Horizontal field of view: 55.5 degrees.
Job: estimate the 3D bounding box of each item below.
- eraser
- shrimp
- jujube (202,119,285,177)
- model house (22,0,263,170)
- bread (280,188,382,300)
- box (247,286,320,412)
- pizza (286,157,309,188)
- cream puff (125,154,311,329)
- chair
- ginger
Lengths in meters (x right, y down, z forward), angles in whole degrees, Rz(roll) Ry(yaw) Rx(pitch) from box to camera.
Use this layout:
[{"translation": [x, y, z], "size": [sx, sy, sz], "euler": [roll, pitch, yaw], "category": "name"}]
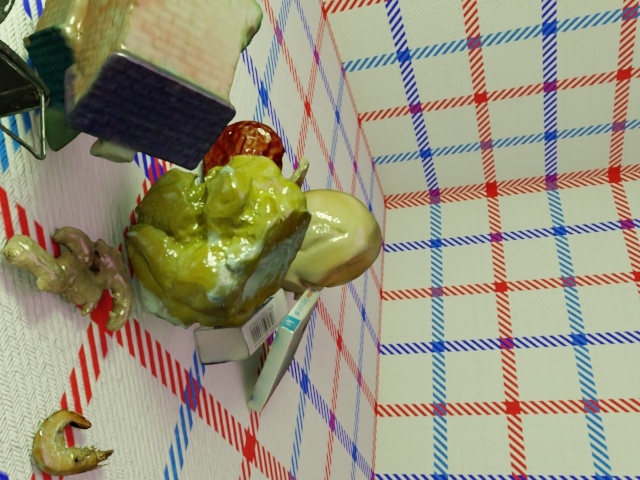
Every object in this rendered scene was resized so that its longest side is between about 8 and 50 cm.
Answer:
[{"translation": [-0.180, 0.200, 1.464], "size": [0.287, 0.130, 0.086], "euler": [-38, 117, -69], "category": "eraser"}, {"translation": [-0.379, 0.311, 0.937], "size": [0.162, 0.045, 0.095], "euler": [35, 30, -62], "category": "shrimp"}, {"translation": [-0.185, -0.179, 1.469], "size": [0.290, 0.197, 0.197], "euler": [-74, 153, -52], "category": "jujube"}, {"translation": [-0.282, -0.245, 0.906], "size": [0.245, 0.312, 0.279], "euler": [18, 81, -46], "category": "model house"}, {"translation": [0.000, 0.000, 1.796], "size": [0.252, 0.348, 0.376], "euler": [66, 12, 13], "category": "bread"}, {"translation": [-0.094, 0.287, 1.642], "size": [0.264, 0.048, 0.273], "euler": [-67, 172, 21], "category": "box"}, {"translation": [-0.112, -0.154, 1.808], "size": [0.188, 0.081, 0.204], "euler": [-44, 164, -52], "category": "pizza"}, {"translation": [-0.208, -0.011, 1.181], "size": [0.378, 0.276, 0.378], "euler": [-49, 162, -22], "category": "cream puff"}, {"translation": [-0.430, -0.215, 0.774], "size": [0.145, 0.140, 0.221], "euler": [57, 28, -57], "category": "chair"}, {"translation": [-0.389, 0.040, 0.953], "size": [0.258, 0.065, 0.149], "euler": [47, 27, -55], "category": "ginger"}]
